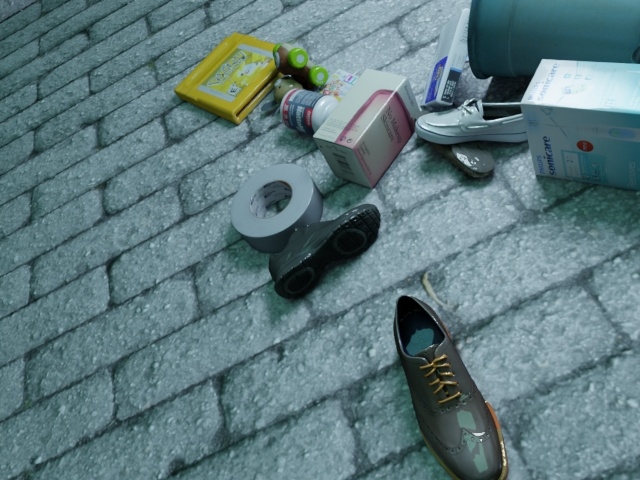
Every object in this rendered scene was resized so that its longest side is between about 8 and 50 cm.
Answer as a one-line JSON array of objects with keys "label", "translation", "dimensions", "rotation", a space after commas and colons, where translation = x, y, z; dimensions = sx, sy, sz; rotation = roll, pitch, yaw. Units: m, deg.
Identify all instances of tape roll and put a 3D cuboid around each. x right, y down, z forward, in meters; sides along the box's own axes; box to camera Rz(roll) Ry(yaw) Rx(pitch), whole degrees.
[{"label": "tape roll", "translation": [-0.104, -0.079, 1.558], "dimensions": [0.219, 0.072, 0.219], "rotation": [-14, 52, 18]}]

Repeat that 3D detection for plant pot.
[{"label": "plant pot", "translation": [0.537, -0.488, 1.386], "dimensions": [0.334, 0.341, 0.341], "rotation": [18, 66, 27]}]

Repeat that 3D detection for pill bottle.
[{"label": "pill bottle", "translation": [-0.007, -0.324, 1.667], "dimensions": [0.180, 0.108, 0.108], "rotation": [21, 68, 37]}]

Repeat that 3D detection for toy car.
[{"label": "toy car", "translation": [-0.097, -0.428, 1.783], "dimensions": [0.188, 0.149, 0.155], "rotation": [-53, 31, 3]}]

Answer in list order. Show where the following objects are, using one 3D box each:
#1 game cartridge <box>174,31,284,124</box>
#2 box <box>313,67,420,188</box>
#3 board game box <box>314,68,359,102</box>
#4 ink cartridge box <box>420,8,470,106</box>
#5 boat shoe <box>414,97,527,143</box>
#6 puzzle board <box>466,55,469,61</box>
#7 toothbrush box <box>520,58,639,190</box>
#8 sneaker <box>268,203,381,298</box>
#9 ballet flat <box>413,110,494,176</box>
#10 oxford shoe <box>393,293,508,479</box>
[{"label": "game cartridge", "translation": [-0.261, -0.505, 1.974], "dimensions": [0.323, 0.053, 0.285], "rotation": [29, 73, 38]}, {"label": "box", "translation": [0.116, -0.265, 1.533], "dimensions": [0.126, 0.149, 0.232], "rotation": [24, 70, 37]}, {"label": "board game box", "translation": [0.067, -0.396, 1.739], "dimensions": [0.103, 0.026, 0.154], "rotation": [-45, 49, -10]}, {"label": "ink cartridge box", "translation": [0.294, -0.412, 1.505], "dimensions": [0.045, 0.208, 0.207], "rotation": [14, 98, -5]}, {"label": "boat shoe", "translation": [0.337, -0.271, 1.421], "dimensions": [0.257, 0.084, 0.095], "rotation": [-2, 46, 4]}, {"label": "puzzle board", "translation": [0.416, -0.509, 1.651], "dimensions": [0.096, 0.011, 0.128], "rotation": [-5, 54, 28]}, {"label": "toothbrush box", "translation": [0.552, -0.214, 1.225], "dimensions": [0.295, 0.216, 0.126], "rotation": [16, 64, 34]}, {"label": "sneaker", "translation": [0.000, 0.000, 1.429], "dimensions": [0.286, 0.109, 0.130], "rotation": [-34, 41, -2]}, {"label": "ballet flat", "translation": [0.297, -0.212, 1.471], "dimensions": [0.084, 0.058, 0.250], "rotation": [-26, 50, -22]}, {"label": "oxford shoe", "translation": [0.202, 0.252, 1.110], "dimensions": [0.129, 0.133, 0.364], "rotation": [-28, 48, 5]}]
